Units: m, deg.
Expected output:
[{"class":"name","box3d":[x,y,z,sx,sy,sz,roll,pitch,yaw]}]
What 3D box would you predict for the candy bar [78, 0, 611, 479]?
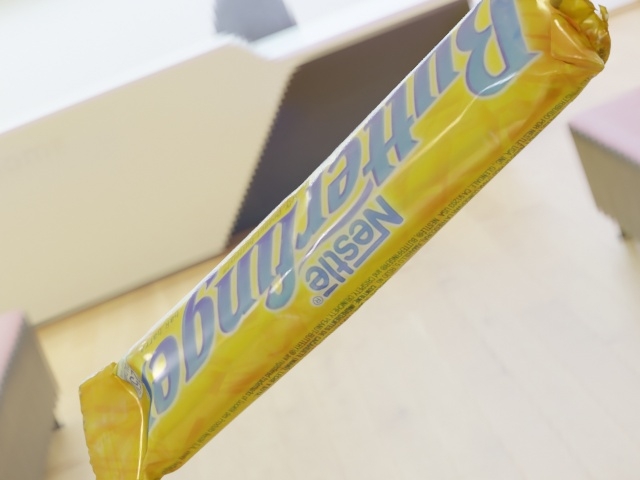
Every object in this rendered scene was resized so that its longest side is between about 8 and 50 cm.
[{"class":"candy bar","box3d":[0.000,0.000,0.345,0.161,0.018,0.040,-44,43,27]}]
